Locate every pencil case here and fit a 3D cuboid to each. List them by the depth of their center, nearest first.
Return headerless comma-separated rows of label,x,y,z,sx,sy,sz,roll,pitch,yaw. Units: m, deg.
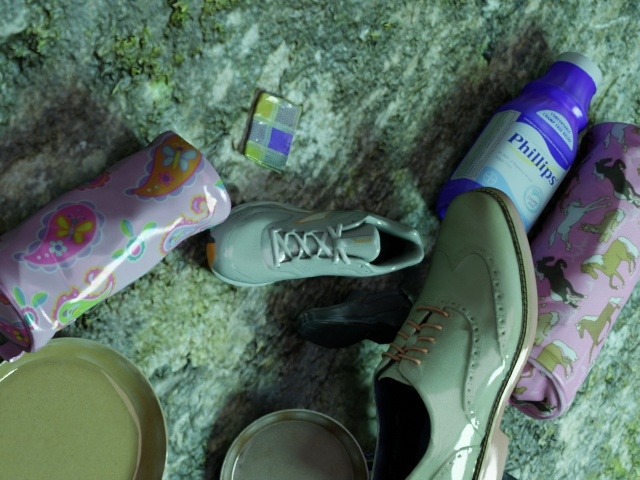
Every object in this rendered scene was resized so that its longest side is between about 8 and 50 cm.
pencil case,-0.229,0.003,1.525,0.284,0.124,0.124,-38,109,-28
pencil case,0.321,0.030,1.859,0.386,0.167,0.160,-56,138,-22

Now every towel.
towel,-0.055,-0.125,1.706,0.060,0.009,0.083,24,76,-32

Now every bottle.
bottle,0.258,-0.115,1.864,0.118,0.092,0.283,45,66,-19

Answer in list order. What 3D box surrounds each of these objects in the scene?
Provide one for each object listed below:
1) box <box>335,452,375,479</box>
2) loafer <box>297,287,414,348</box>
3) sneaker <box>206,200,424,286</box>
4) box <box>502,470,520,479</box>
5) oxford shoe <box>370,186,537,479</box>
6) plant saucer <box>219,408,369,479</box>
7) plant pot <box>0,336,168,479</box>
box,0.078,0.281,1.759,0.169,0.054,0.059,0,89,-34
loafer,0.040,0.087,1.743,0.170,0.062,0.061,3,56,-38
sneaker,0.000,0.000,1.673,0.262,0.121,0.099,-4,90,-34
box,0.211,0.370,1.861,0.116,0.029,0.162,34,72,-28
oxford shoe,0.143,0.125,1.685,0.146,0.140,0.397,14,78,-38
plant saucer,-0.030,0.271,1.670,0.168,0.029,0.168,0,91,-7
plant pot,-0.269,0.218,1.543,0.236,0.032,0.236,1,87,-33
